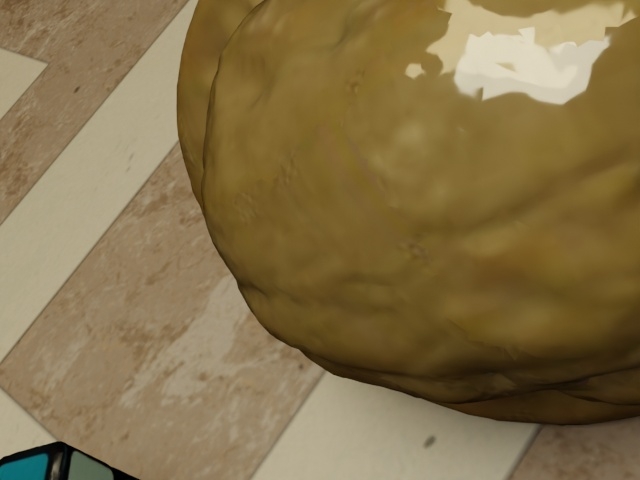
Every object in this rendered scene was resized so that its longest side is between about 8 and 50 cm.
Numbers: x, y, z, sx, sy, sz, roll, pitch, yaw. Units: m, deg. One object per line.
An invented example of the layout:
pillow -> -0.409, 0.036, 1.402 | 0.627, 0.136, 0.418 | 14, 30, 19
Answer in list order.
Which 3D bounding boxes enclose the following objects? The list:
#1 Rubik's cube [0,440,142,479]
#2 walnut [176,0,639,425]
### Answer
Rubik's cube -> -0.181, 0.241, 0.565 | 0.161, 0.163, 0.162 | -19, 52, 21
walnut -> 0.114, -0.068, 0.506 | 0.384, 0.383, 0.383 | -18, 49, 22
